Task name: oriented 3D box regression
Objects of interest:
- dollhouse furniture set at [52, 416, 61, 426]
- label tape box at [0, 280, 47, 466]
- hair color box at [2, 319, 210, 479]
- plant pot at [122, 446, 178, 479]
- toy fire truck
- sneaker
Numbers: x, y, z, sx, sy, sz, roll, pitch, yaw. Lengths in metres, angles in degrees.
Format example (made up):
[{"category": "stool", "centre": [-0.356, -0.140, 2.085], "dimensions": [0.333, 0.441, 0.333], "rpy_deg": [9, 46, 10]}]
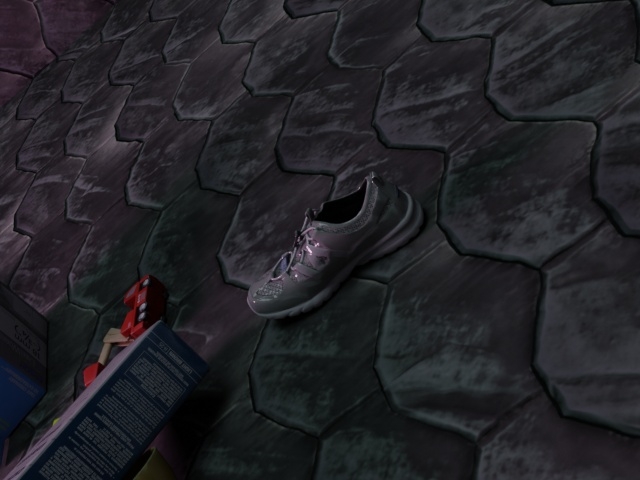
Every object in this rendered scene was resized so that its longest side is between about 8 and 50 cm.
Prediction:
[{"category": "dollhouse furniture set", "centre": [-0.352, 0.296, 1.601], "dimensions": [0.152, 0.076, 0.058], "rpy_deg": [-28, 47, 29]}, {"category": "label tape box", "centre": [-0.591, 0.191, 1.841], "dimensions": [0.106, 0.240, 0.333], "rpy_deg": [-37, 32, 10]}, {"category": "hair color box", "centre": [-0.308, 0.276, 1.412], "dimensions": [0.174, 0.105, 0.347], "rpy_deg": [-38, 10, 49]}, {"category": "plant pot", "centre": [-0.220, 0.341, 1.339], "dimensions": [0.134, 0.095, 0.134], "rpy_deg": [-45, 6, 6]}, {"category": "toy fire truck", "centre": [-0.316, 0.154, 1.744], "dimensions": [0.135, 0.047, 0.192], "rpy_deg": [-34, 32, 20]}, {"category": "sneaker", "centre": [0.000, 0.000, 1.480], "dimensions": [0.281, 0.115, 0.105], "rpy_deg": [-37, 32, 14]}]
